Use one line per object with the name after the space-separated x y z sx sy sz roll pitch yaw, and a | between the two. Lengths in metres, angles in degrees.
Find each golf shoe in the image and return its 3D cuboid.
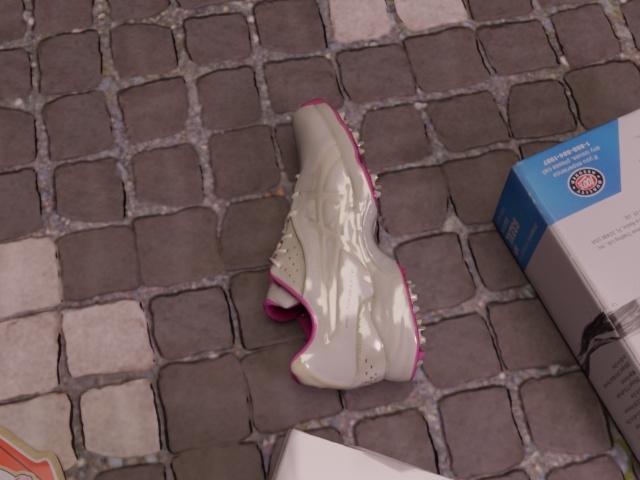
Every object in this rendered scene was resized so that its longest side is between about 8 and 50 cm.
0.000 0.000 0.915 0.140 0.115 0.306 -15 65 -4 | golf shoe

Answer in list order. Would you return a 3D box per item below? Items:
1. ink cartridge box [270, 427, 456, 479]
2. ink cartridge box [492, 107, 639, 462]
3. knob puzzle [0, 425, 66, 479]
0.028 0.308 0.677 0.197 0.198 0.270 16 67 7 | ink cartridge box
0.340 0.036 0.891 0.223 0.129 0.308 -23 68 -11 | ink cartridge box
-0.301 0.265 0.832 0.213 0.030 0.213 0 65 -1 | knob puzzle
